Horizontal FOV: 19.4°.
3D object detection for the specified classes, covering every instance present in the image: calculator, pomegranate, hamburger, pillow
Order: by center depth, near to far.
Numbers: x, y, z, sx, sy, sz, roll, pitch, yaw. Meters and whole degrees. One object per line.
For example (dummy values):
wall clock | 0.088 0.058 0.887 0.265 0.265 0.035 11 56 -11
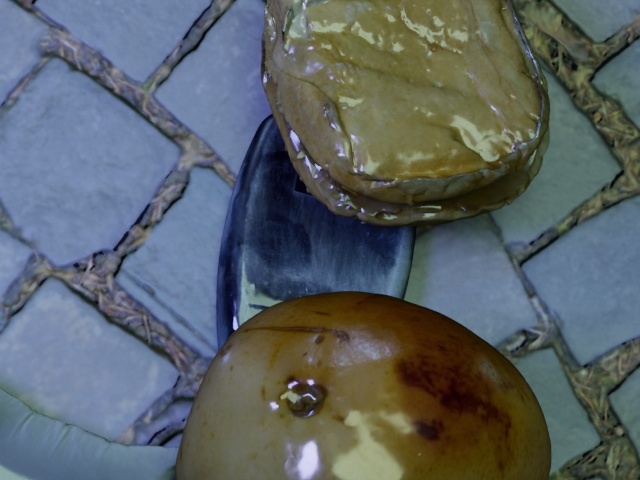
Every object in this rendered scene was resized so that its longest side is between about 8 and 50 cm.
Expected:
pomegranate | 0.037 0.192 1.544 0.319 0.319 0.319 2 76 -10
pillow | -0.246 0.195 1.592 0.254 0.078 0.144 24 73 -3
hamburger | 0.075 -0.147 1.687 0.260 0.144 0.283 -6 69 -14
calculator | 0.000 0.000 1.711 0.177 0.040 0.268 12 70 -10
